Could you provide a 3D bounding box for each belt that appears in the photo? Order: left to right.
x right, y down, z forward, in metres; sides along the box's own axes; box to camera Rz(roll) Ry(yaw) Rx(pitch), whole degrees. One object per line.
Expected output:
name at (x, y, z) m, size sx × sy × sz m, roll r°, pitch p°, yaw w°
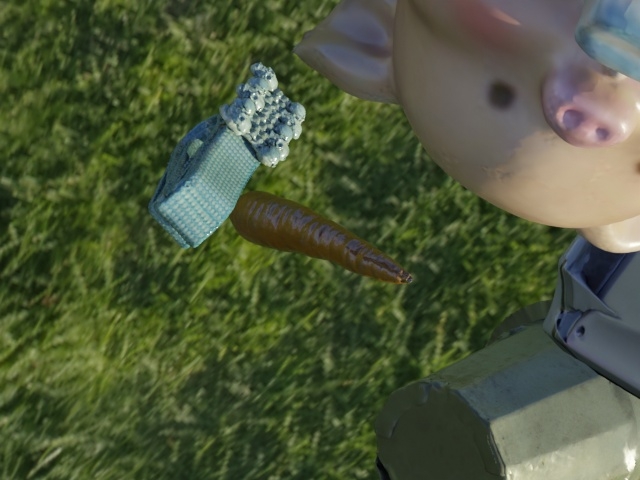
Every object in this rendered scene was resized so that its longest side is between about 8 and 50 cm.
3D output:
belt at (-0.072, -0.056, 1.059) m, size 0.065 × 0.100 × 0.179 m, roll 50°, pitch 21°, yaw -17°

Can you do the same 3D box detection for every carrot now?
carrot at (0.000, 0.000, 1.221) m, size 0.048 × 0.216 × 0.048 m, roll -19°, pitch 118°, yaw -40°

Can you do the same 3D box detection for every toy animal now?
toy animal at (0.136, -0.116, 0.566) m, size 0.195 × 0.213 × 0.256 m, roll 32°, pitch 103°, yaw -7°

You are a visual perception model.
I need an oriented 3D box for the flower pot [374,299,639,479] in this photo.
flower pot at (0.155, 0.169, 1.223) m, size 0.202 × 0.212 × 0.212 m, roll -12°, pitch 73°, yaw -42°

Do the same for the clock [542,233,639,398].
clock at (0.276, 0.001, 0.936) m, size 0.253 × 0.186 × 0.083 m, roll -53°, pitch 130°, yaw -3°
